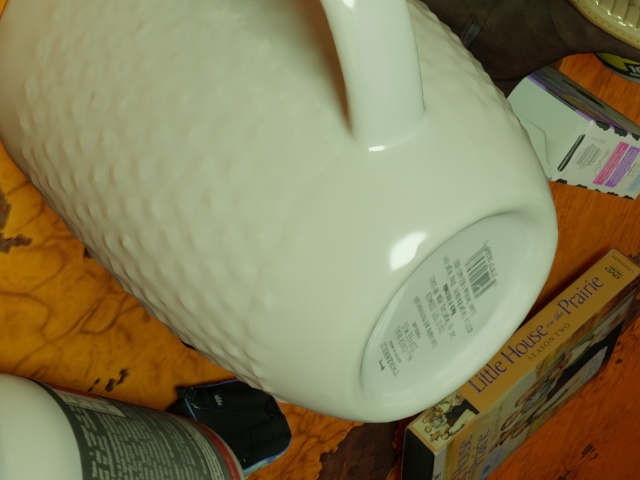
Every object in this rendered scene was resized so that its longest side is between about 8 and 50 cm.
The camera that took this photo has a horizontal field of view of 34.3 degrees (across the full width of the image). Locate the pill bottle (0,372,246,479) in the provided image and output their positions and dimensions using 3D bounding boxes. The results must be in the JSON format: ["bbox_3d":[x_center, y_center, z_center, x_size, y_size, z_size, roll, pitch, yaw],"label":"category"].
[{"bbox_3d":[-0.232,0.222,0.847,0.210,0.210,0.363,-50,146,6],"label":"pill bottle"}]

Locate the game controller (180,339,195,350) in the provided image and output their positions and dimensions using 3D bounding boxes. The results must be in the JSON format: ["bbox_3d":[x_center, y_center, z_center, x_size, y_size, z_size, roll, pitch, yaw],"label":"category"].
[{"bbox_3d":[0.000,0.000,0.997,0.319,0.067,0.166,-27,160,-34],"label":"game controller"}]

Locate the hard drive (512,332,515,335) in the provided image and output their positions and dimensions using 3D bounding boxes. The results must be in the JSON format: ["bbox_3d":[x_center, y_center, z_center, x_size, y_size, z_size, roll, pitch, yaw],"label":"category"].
[{"bbox_3d":[0.240,0.187,1.505,0.135,0.022,0.094,-51,147,7],"label":"hard drive"}]

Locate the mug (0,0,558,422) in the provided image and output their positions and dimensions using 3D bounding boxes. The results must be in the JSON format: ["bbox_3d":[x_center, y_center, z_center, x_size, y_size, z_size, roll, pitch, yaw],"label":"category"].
[{"bbox_3d":[-0.024,-0.081,0.649,0.276,0.328,0.374,-33,144,-20],"label":"mug"}]

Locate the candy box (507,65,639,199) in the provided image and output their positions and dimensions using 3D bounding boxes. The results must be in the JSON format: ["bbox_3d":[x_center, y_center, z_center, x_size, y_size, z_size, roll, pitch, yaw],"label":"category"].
[{"bbox_3d":[0.237,-0.121,1.047,0.196,0.165,0.070,6,121,-50],"label":"candy box"}]

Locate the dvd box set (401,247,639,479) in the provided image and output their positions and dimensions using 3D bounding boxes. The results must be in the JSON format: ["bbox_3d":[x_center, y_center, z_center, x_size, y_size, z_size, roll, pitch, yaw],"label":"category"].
[{"bbox_3d":[0.289,0.225,1.522,0.420,0.062,0.308,-36,151,-21],"label":"dvd box set"}]

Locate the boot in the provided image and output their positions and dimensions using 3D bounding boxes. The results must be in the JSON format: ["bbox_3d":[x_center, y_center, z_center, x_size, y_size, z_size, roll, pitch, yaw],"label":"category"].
[{"bbox_3d":[0.173,-0.166,0.834,0.090,0.248,0.207,-55,170,-26],"label":"boot"}]

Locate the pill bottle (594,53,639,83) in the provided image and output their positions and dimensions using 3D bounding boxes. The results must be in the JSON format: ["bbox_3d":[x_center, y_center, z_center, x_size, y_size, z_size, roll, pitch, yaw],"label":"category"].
[{"bbox_3d":[0.275,-0.279,0.901,0.188,0.188,0.334,-51,146,7],"label":"pill bottle"}]

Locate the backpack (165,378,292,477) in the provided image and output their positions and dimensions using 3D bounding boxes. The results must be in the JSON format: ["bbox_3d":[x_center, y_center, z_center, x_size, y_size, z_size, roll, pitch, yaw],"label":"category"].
[{"bbox_3d":[-0.097,0.199,1.074,0.114,0.105,0.084,-10,155,-44],"label":"backpack"}]
